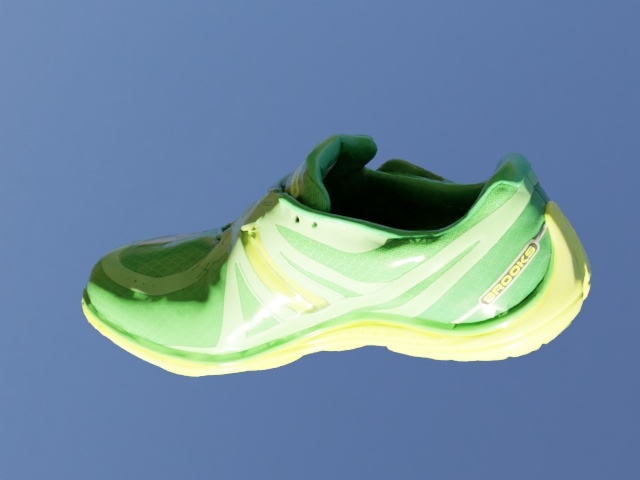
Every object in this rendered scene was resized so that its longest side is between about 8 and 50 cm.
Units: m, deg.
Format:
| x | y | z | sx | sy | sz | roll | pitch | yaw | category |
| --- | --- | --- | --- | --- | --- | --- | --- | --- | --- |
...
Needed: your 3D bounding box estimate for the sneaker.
| x | y | z | sx | sy | sz | roll | pitch | yaw | category |
| --- | --- | --- | --- | --- | --- | --- | --- | --- | --- |
| 0.000 | 0.000 | 0.951 | 0.296 | 0.123 | 0.109 | -6 | -153 | 26 | sneaker |
